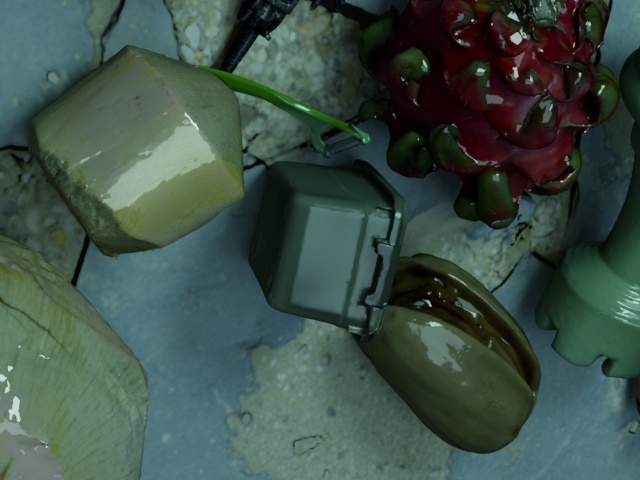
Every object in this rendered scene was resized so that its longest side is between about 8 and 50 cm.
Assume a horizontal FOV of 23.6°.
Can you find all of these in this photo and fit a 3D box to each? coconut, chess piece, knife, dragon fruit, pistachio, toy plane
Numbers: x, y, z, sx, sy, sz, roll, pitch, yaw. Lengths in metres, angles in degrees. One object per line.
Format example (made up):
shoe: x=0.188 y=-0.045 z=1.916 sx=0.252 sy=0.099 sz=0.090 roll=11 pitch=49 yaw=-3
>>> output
coconut: x=-0.267 y=0.140 z=1.088 sx=0.297 sy=0.254 sz=0.297 roll=-12 pitch=111 yaw=-33
chess piece: x=0.304 y=-0.024 z=1.349 sx=0.194 sy=0.194 sz=0.299 roll=5 pitch=127 yaw=-28
knife: x=-0.043 y=-0.109 z=1.231 sx=0.166 sy=0.078 sz=0.023 roll=24 pitch=66 yaw=-24
dragon fruit: x=0.151 y=-0.118 z=1.255 sx=0.218 sy=0.198 sz=0.273 roll=-49 pitch=122 yaw=-14
pistachio: x=0.113 y=0.102 z=1.363 sx=0.206 sy=0.131 sz=0.129 roll=45 pitch=40 yaw=-26
toy plane: x=-0.031 y=-0.200 z=1.211 sx=0.130 sy=0.061 sz=0.189 roll=26 pitch=95 yaw=-32
coconut: x=-0.130 y=-0.071 z=1.160 sx=0.152 sy=0.147 sz=0.147 roll=-36 pitch=119 yaw=-10

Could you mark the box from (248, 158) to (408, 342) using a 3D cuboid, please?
box: x=0.000 y=0.000 z=1.243 sx=0.093 sy=0.172 sz=0.124 roll=10 pitch=102 yaw=-13

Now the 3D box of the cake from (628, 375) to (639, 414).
cake: x=0.363 y=0.078 z=1.483 sx=0.135 sy=0.098 sz=0.287 roll=-23 pitch=116 yaw=-19
